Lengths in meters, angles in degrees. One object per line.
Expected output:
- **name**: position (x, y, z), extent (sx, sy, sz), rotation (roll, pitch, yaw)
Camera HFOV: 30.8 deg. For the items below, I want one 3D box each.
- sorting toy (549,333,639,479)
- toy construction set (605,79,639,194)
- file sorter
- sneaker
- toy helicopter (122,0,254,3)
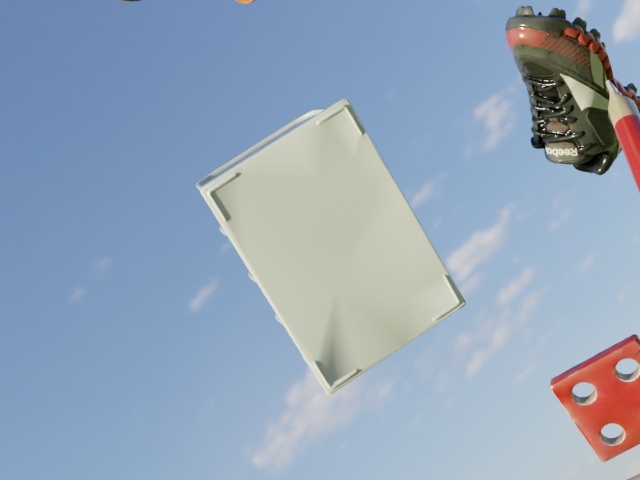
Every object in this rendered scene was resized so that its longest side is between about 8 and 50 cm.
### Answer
- **sorting toy**: position (0.217, 0.139, 0.518), extent (0.132, 0.274, 0.046), rotation (-29, 10, 18)
- **toy construction set**: position (0.384, -0.093, 1.013), extent (0.308, 0.237, 0.257), rotation (14, -48, -22)
- **file sorter**: position (0.000, 0.000, 1.377), extent (0.193, 0.278, 0.173), rotation (-33, 13, -8)
- **sneaker**: position (0.294, -0.168, 1.381), extent (0.276, 0.097, 0.135), rotation (37, -108, -46)
- **toy helicopter**: position (-0.072, -0.344, 0.944), extent (0.355, 0.140, 0.235), rotation (-52, -31, 7)
